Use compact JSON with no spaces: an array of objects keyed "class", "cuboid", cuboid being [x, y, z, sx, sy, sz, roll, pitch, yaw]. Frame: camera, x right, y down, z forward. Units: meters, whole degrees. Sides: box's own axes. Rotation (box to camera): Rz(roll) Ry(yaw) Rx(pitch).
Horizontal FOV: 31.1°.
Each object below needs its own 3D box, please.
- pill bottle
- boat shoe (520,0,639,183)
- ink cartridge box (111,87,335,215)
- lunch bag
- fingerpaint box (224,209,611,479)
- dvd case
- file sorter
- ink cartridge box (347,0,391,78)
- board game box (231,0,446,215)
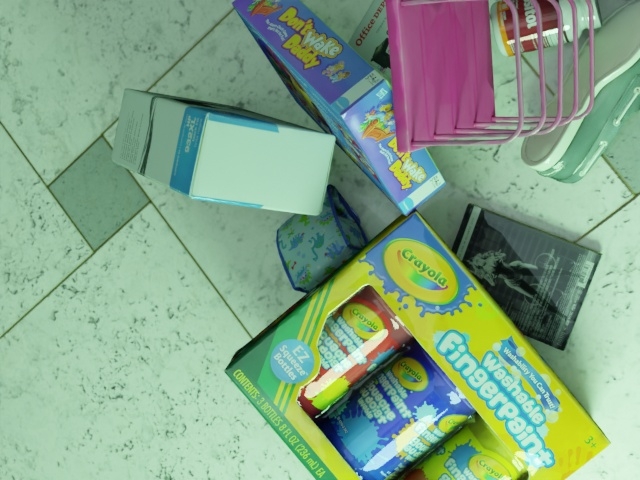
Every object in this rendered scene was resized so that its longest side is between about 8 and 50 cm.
[{"class":"pill bottle","cuboid":[0.337,-0.331,1.715,0.152,0.086,0.086,-12,92,20]},{"class":"boat shoe","cuboid":[0.427,-0.223,1.707,0.099,0.116,0.319,30,101,-30]},{"class":"ink cartridge box","cuboid":[-0.156,-0.140,1.766,0.307,0.223,0.129,24,105,56]},{"class":"lunch bag","cuboid":[0.000,0.000,1.868,0.129,0.096,0.151,-40,53,19]},{"class":"fingerpaint box","cuboid":[0.142,0.235,1.728,0.371,0.163,0.445,-39,92,5]},{"class":"dvd case","cuboid":[0.307,0.056,1.803,0.221,0.018,0.164,22,104,15]},{"class":"file sorter","cuboid":[0.241,-0.240,1.554,0.182,0.291,0.202,2,103,31]},{"class":"ink cartridge box","cuboid":[0.147,-0.305,1.792,0.175,0.072,0.127,35,106,12]},{"class":"board game box","cuboid":[0.023,-0.216,1.678,0.078,0.233,0.347,-38,47,-1]}]
